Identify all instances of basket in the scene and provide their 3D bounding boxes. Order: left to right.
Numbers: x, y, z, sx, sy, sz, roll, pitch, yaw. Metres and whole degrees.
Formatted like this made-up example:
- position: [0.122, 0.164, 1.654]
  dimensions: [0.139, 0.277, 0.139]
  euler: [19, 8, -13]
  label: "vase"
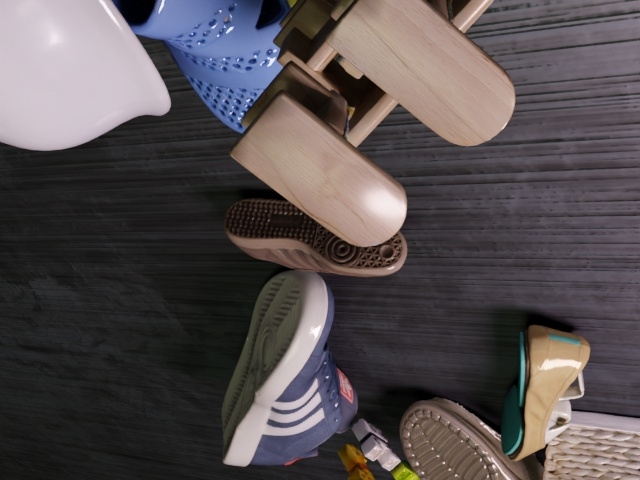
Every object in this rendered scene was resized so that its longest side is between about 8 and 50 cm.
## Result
- position: [0.332, 0.264, 0.958]
  dimensions: [0.167, 0.103, 0.113]
  euler: [3, 140, 29]
  label: "basket"

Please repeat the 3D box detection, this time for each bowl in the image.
- position: [-0.244, -0.159, 0.574]
  dimensions: [0.298, 0.134, 0.298]
  euler: [46, 172, 9]
  label: "bowl"

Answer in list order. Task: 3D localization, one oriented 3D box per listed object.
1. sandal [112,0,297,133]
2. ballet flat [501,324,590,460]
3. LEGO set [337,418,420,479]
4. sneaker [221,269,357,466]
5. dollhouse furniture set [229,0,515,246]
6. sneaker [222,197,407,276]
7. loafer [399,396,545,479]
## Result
- position: [-0.100, -0.181, 0.583]
  dimensions: [0.126, 0.138, 0.317]
  euler: [1, 142, 26]
  label: "sandal"
- position: [0.234, 0.170, 0.917]
  dimensions: [0.073, 0.080, 0.232]
  euler: [1, 144, 6]
  label: "ballet flat"
- position: [0.081, 0.293, 1.125]
  dimensions: [0.087, 0.093, 0.227]
  euler: [-43, 133, 7]
  label: "LEGO set"
- position: [-0.014, 0.156, 1.022]
  dimensions: [0.148, 0.131, 0.350]
  euler: [7, 143, -15]
  label: "sneaker"
- position: [0.094, -0.120, 0.488]
  dimensions: [0.161, 0.212, 0.242]
  euler: [36, 117, -16]
  label: "dollhouse furniture set"
- position: [0.000, 0.000, 0.848]
  dimensions: [0.188, 0.066, 0.071]
  euler: [14, 162, 23]
  label: "sneaker"
- position: [0.209, 0.286, 1.072]
  dimensions: [0.268, 0.092, 0.102]
  euler: [42, 117, -2]
  label: "loafer"
